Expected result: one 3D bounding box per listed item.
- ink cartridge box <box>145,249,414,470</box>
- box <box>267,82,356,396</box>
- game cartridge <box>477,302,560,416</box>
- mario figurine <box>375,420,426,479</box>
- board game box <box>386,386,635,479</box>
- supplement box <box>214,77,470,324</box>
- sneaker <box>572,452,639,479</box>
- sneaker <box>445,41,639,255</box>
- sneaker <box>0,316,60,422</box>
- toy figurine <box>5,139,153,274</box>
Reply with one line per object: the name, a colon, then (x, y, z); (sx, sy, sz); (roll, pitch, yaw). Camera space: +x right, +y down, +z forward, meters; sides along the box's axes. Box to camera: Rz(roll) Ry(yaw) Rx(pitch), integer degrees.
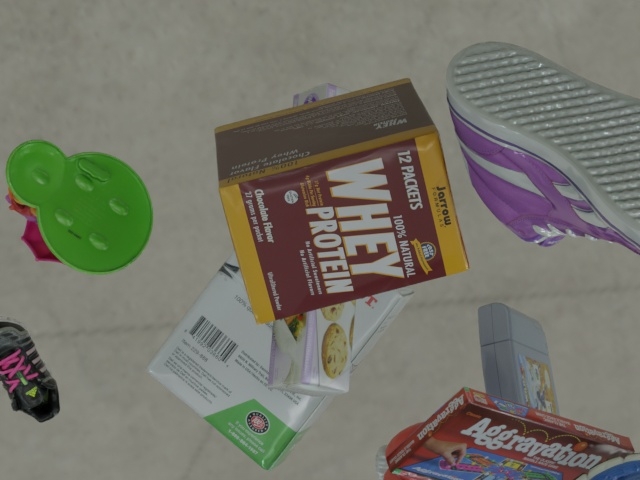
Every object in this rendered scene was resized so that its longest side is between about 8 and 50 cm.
ink cartridge box: (-0.048, 0.114, 2.103); (0.289, 0.211, 0.121); (-52, 170, 8)
box: (0.000, 0.000, 1.713); (0.067, 0.324, 0.063); (16, 162, -35)
game cartridge: (0.290, 0.241, 2.322); (0.062, 0.297, 0.198); (-13, 165, 17)
mario figurine: (0.188, 0.381, 2.347); (0.198, 0.170, 0.320); (-18, 138, 33)
board game box: (0.229, 0.255, 1.946); (0.281, 0.027, 0.145); (19, 127, -35)
supplement box: (0.014, -0.040, 1.453); (0.191, 0.194, 0.129); (-15, 109, 0)
sneaker: (0.308, 0.362, 1.881); (0.330, 0.147, 0.130); (-25, 127, -4)
sneaker: (0.220, -0.034, 1.270); (0.102, 0.282, 0.161); (-39, 147, -20)
sneaker: (-0.338, 0.150, 1.854); (0.063, 0.075, 0.170); (-31, 142, -6)
toy figurine: (-0.288, -0.030, 1.761); (0.173, 0.130, 0.159); (35, 157, -22)
